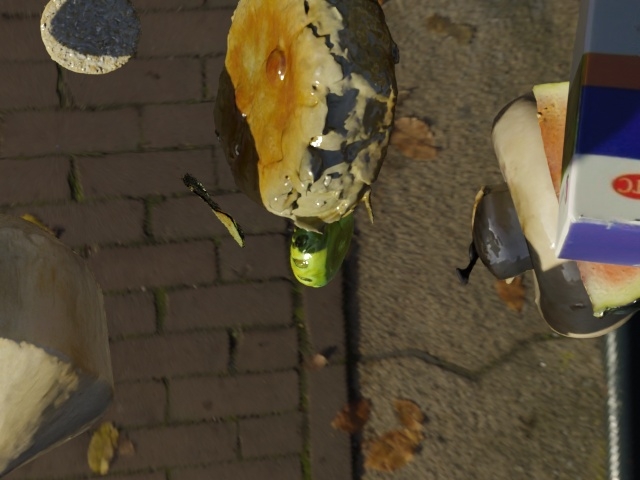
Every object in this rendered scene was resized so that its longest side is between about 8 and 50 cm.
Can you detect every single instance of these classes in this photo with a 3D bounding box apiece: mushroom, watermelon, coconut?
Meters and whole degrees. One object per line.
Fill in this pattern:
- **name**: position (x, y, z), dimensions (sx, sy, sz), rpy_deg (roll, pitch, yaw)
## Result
- **mushroom**: position (0.325, -0.032, 1.699), dimensions (0.294, 0.362, 0.362), rpy_deg (-15, 98, 10)
- **watermelon**: position (0.357, -0.054, 1.360), dimensions (0.159, 0.128, 0.303), rpy_deg (-19, 62, 15)
- **coconut**: position (-0.384, 0.135, 1.362), dimensions (0.328, 0.329, 0.329), rpy_deg (-1, 95, -12)

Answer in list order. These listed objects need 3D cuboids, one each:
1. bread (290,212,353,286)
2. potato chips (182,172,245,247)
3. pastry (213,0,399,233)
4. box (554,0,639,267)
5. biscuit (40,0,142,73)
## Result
- **bread**: position (0.000, 0.000, 1.718), dimensions (0.071, 0.130, 0.139), rpy_deg (15, 51, 17)
- **potato chips**: position (-0.173, -0.056, 1.936), dimensions (0.026, 0.209, 0.142), rpy_deg (-45, 107, 1)
- **pastry**: position (-0.017, -0.181, 1.419), dimensions (0.136, 0.329, 0.330), rpy_deg (1, 94, -29)
- **box**: position (0.246, -0.130, 0.660), dimensions (0.200, 0.106, 0.299), rpy_deg (7, 77, 8)
- **biscuit**: position (-0.344, -0.319, 1.787), dimensions (0.152, 0.020, 0.152), rpy_deg (-4, 117, -8)
